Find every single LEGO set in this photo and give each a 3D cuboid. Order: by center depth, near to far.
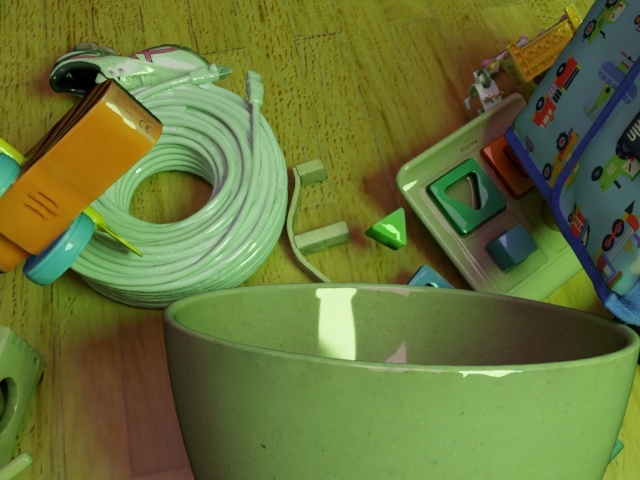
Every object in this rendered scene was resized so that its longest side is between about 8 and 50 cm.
[{"bbox_3d":[0.301,-0.206,0.838,0.287,0.107,0.132,-11,97,-11],"label":"LEGO set"}]

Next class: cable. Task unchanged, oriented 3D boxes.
[{"bbox_3d":[-0.163,-0.053,0.745,0.257,0.089,0.257,-12,63,-5],"label":"cable"}]

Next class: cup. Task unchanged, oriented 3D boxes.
[{"bbox_3d":[0.050,0.168,0.524,0.331,0.331,0.236,2,94,2],"label":"cup"}]

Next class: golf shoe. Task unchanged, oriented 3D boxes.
[{"bbox_3d":[-0.219,-0.185,0.816,0.186,0.067,0.086,3,37,8],"label":"golf shoe"}]

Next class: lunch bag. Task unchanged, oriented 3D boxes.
[{"bbox_3d":[0.276,-0.085,0.540,0.138,0.221,0.293,24,31,-10],"label":"lunch bag"}]

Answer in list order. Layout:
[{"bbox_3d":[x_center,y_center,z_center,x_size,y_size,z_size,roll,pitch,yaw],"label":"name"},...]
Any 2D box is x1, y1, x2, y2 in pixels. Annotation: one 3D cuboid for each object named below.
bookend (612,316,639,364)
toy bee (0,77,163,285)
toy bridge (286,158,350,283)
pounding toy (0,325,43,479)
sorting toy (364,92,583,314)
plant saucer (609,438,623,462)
[{"bbox_3d":[0.381,0.088,0.673,0.157,0.072,0.156,-38,68,-17],"label":"bookend"},{"bbox_3d":[-0.264,-0.037,0.602,0.298,0.195,0.162,-24,30,-1],"label":"toy bee"},{"bbox_3d":[0.000,0.000,0.749,0.063,0.026,0.188,-17,63,-6],"label":"toy bridge"},{"bbox_3d":[-0.321,0.182,0.614,0.181,0.094,0.206,7,62,5],"label":"pounding toy"},{"bbox_3d":[0.202,-0.039,0.721,0.348,0.047,0.196,-34,87,-16],"label":"sorting toy"},{"bbox_3d":[0.191,0.223,0.633,0.192,0.018,0.067,-38,68,-19],"label":"plant saucer"}]
